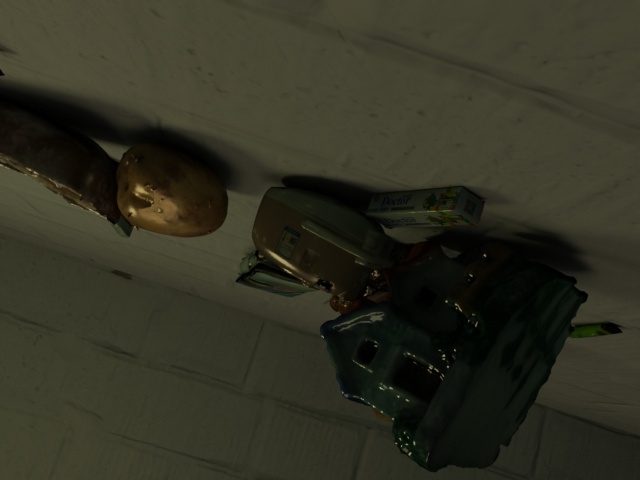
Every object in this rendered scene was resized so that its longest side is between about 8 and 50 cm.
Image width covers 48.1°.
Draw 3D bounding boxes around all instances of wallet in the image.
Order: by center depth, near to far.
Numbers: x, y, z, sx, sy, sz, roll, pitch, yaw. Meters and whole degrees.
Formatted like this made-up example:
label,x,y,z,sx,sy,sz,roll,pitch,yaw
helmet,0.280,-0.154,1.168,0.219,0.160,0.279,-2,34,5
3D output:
label,x,y,z,sx,sy,sz,roll,pitch,yaw
wallet,-0.091,0.079,1.618,0.176,0.075,0.250,17,168,-15

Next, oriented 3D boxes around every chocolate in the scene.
label,x,y,z,sx,sy,sz,roll,pitch,yaw
chocolate,-0.422,-0.137,1.039,0.303,0.101,0.185,24,173,14

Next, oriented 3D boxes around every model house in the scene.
label,x,y,z,sx,sy,sz,roll,pitch,yaw
model house,0.143,0.116,1.012,0.329,0.295,0.251,29,180,40

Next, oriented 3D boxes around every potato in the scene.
label,x,y,z,sx,sy,sz,roll,pitch,yaw
potato,-0.216,-0.061,1.042,0.161,0.128,0.235,25,173,-4

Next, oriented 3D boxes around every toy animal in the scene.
label,x,y,z,sx,sy,sz,roll,pitch,yaw
toy animal,0.104,0.041,1.200,0.179,0.116,0.218,-28,110,36

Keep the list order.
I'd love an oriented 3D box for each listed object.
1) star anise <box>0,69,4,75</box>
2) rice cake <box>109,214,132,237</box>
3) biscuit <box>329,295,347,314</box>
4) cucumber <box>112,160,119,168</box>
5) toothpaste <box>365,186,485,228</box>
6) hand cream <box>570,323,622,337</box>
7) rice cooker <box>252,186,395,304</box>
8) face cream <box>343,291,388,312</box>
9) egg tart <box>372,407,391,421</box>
label,x,y,z,sx,sy,sz,roll,pitch,yaw
star anise,-0.447,-0.222,0.811,0.167,0.057,0.168,16,167,4
rice cake,-0.485,-0.037,1.743,0.029,0.033,0.171,14,167,-1
biscuit,0.131,0.199,1.923,0.225,0.042,0.226,18,168,4
cucumber,-0.376,-0.120,1.211,0.070,0.046,0.220,3,163,23
toothpaste,0.127,-0.039,0.885,0.046,0.034,0.164,29,164,-32
hand cream,0.495,0.164,1.306,0.036,0.023,0.122,24,163,-12
rice cooker,0.000,0.000,0.993,0.206,0.127,0.145,33,-173,25
face cream,0.135,0.186,1.600,0.149,0.149,0.104,23,167,-25
egg tart,0.220,0.276,1.664,0.128,0.319,0.319,53,155,-19
